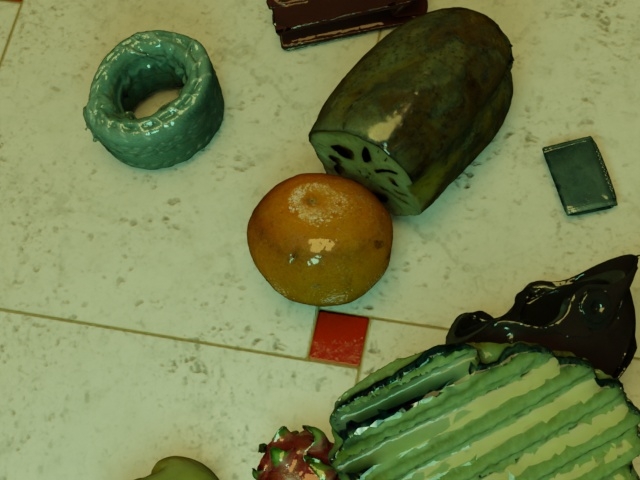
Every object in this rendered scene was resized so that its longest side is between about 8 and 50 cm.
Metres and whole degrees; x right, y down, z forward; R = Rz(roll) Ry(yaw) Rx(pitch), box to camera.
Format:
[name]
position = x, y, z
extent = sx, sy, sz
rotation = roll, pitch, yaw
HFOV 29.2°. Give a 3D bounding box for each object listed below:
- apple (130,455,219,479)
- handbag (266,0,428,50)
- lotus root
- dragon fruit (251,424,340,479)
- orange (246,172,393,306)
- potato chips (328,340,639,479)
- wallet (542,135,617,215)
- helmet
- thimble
[apple]
position = -0.212, 0.402, 1.725
extent = 0.200, 0.200, 0.200
rotation = -3, 66, 7
[handbag]
position = 0.035, -0.472, 2.134
extent = 0.275, 0.084, 0.260
rotation = -10, 68, 4
[lotus root]
position = 0.161, -0.219, 1.926
extent = 0.250, 0.250, 0.346
rotation = 37, 70, 21
[dragon fruit]
position = 0.008, 0.362, 1.745
extent = 0.236, 0.135, 0.137
rotation = 44, 87, -1
[orange]
position = 0.000, 0.000, 1.880
extent = 0.224, 0.170, 0.224
rotation = -1, 45, 1
[potato chips]
position = 0.221, 0.294, 1.642
extent = 0.429, 0.070, 0.358
rotation = -27, 105, 2
[wallet]
position = 0.410, -0.100, 1.942
extent = 0.088, 0.026, 0.129
rotation = -14, 64, -3
[helmet]
position = 0.339, 0.151, 1.747
extent = 0.305, 0.225, 0.177
rotation = -20, 91, -4
[thimble]
position = -0.278, -0.227, 2.032
extent = 0.235, 0.143, 0.198
rotation = -29, 65, -6
